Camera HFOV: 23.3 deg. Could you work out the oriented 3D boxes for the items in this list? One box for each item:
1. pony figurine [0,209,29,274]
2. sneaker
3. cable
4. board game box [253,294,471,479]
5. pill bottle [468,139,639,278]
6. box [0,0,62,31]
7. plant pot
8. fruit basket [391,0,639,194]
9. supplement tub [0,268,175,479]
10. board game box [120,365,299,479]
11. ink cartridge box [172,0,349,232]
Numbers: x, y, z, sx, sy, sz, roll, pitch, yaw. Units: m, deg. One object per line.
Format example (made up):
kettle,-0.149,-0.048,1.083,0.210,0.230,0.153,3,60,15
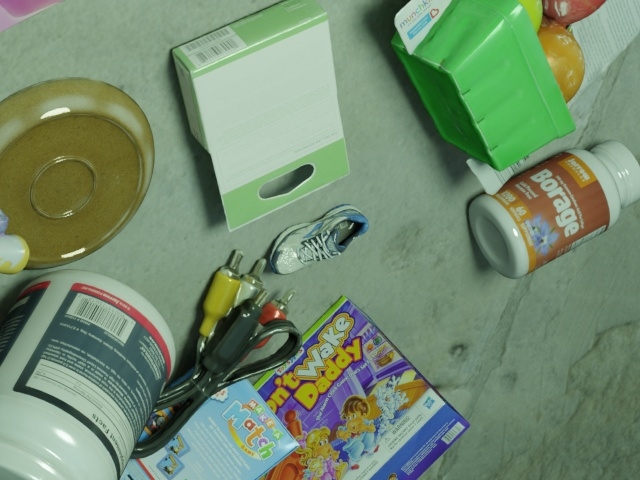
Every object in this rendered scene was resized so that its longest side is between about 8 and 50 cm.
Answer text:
pony figurine,-0.462,0.040,1.460,0.363,0.303,0.351,-5,135,-52
sneaker,0.000,0.000,1.880,0.135,0.058,0.052,-33,115,-15
cable,-0.134,0.154,1.883,0.139,0.072,0.287,38,94,-28
board game box,-0.014,0.271,1.958,0.347,0.233,0.078,-46,138,2
pill bottle,0.313,-0.047,2.036,0.216,0.121,0.121,-28,135,-17
box,-0.305,-0.311,1.382,0.243,0.117,0.213,-29,135,-15
plant pot,-0.278,-0.062,1.655,0.236,0.032,0.236,-20,132,-24
fruit basket,0.251,-0.274,1.825,0.353,0.165,0.327,-51,139,-15
supplement tub,-0.282,0.181,1.641,0.272,0.191,0.191,-66,156,-44
board game box,-0.156,0.256,1.905,0.211,0.160,0.039,-38,173,-5
ink cartridge box,-0.061,-0.141,1.737,0.171,0.056,0.235,-26,137,-17
